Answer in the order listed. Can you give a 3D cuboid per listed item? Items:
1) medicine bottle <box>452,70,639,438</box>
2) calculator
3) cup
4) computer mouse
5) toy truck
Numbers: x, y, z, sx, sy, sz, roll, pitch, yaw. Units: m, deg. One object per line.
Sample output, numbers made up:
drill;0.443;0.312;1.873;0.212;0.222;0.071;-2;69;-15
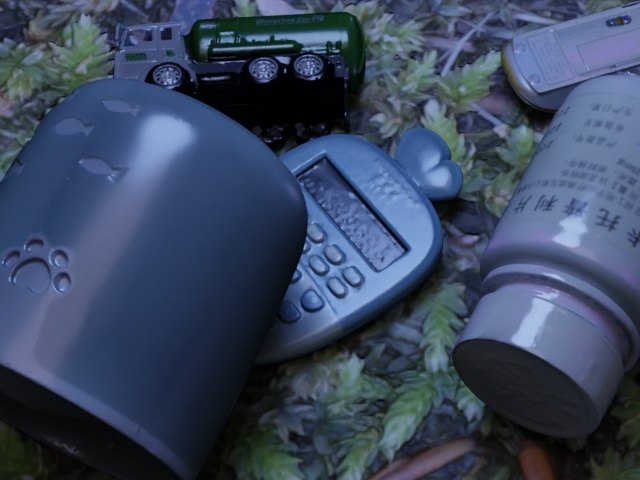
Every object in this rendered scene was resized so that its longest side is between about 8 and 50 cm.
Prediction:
medicine bottle;0.231;0.012;1.556;0.170;0.170;0.293;22;63;17
calculator;0.000;0.000;1.656;0.302;0.042;0.188;-32;60;-15
cup;-0.192;0.027;1.536;0.356;0.259;0.274;6;62;51
computer mouse;0.272;-0.179;1.747;0.199;0.045;0.102;-17;57;-6
toy truck;-0.076;-0.159;1.730;0.242;0.101;0.125;-4;53;-2
